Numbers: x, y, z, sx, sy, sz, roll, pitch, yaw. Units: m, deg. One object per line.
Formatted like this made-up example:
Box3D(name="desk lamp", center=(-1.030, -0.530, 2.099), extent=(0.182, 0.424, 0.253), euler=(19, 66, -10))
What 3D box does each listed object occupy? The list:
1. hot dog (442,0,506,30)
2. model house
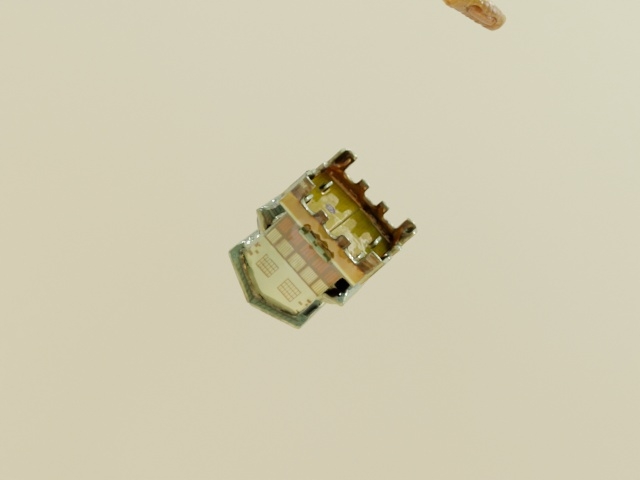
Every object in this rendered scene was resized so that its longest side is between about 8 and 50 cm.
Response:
Box3D(name="hot dog", center=(0.222, -0.329, 1.362), extent=(0.137, 0.044, 0.028), euler=(16, -123, -48))
Box3D(name="model house", center=(0.000, 0.000, 1.508), extent=(0.198, 0.215, 0.224), euler=(50, -151, -1))
